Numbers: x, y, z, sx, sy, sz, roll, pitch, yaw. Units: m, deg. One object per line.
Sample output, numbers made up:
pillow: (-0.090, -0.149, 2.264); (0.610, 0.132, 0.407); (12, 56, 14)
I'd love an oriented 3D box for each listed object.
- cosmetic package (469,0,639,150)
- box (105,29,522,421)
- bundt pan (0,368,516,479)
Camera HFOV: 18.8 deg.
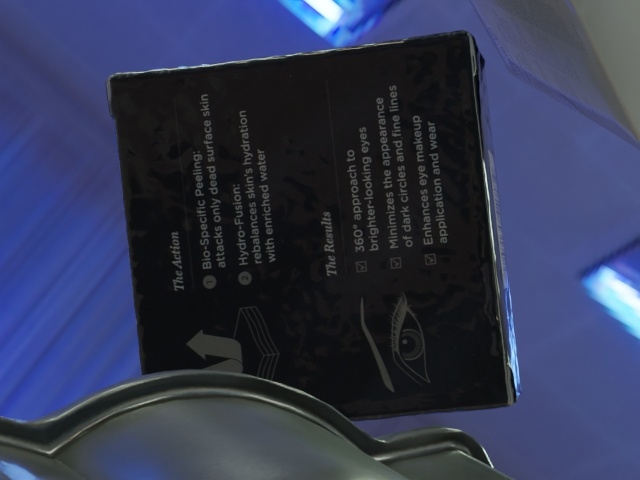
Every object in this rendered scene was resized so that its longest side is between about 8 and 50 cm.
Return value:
cosmetic package: (0.091, -0.145, 0.832); (0.099, 0.060, 0.239); (35, -12, 41)
box: (0.000, 0.000, 0.838); (0.158, 0.156, 0.093); (-6, -2, 8)
bundt pan: (-0.010, 0.191, 0.372); (0.331, 0.331, 0.124); (48, -19, -17)
